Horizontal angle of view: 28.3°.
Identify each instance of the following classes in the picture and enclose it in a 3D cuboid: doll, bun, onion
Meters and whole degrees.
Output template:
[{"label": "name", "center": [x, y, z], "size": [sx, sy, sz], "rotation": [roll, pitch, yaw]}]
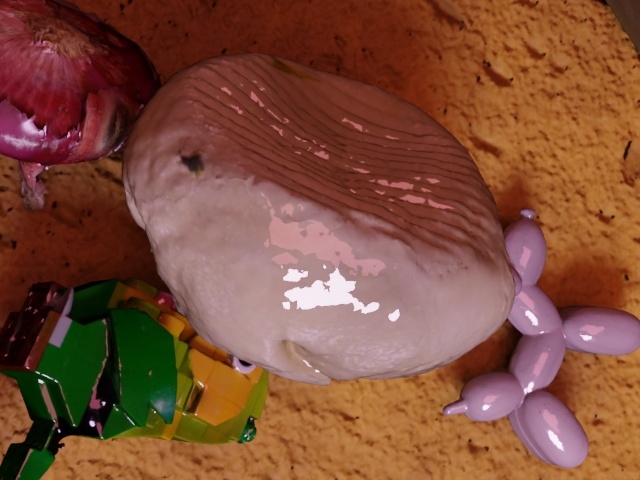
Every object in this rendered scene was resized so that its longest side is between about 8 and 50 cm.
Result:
[{"label": "doll", "center": [-0.120, 0.090, 0.812], "size": [0.186, 0.106, 0.134], "rotation": [-2, 85, -32]}, {"label": "doll", "center": [0.148, 0.066, 0.916], "size": [0.160, 0.059, 0.161], "rotation": [29, 82, -15]}, {"label": "bun", "center": [0.000, 0.000, 0.790], "size": [0.259, 0.259, 0.160], "rotation": [18, 119, -15]}, {"label": "onion", "center": [-0.184, -0.079, 0.805], "size": [0.150, 0.150, 0.140], "rotation": [15, 125, -15]}]

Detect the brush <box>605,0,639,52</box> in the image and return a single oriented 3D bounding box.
[{"label": "brush", "center": [0.300, -0.237, 0.967], "size": [0.197, 0.059, 0.123], "rotation": [-35, 99, -14]}]
